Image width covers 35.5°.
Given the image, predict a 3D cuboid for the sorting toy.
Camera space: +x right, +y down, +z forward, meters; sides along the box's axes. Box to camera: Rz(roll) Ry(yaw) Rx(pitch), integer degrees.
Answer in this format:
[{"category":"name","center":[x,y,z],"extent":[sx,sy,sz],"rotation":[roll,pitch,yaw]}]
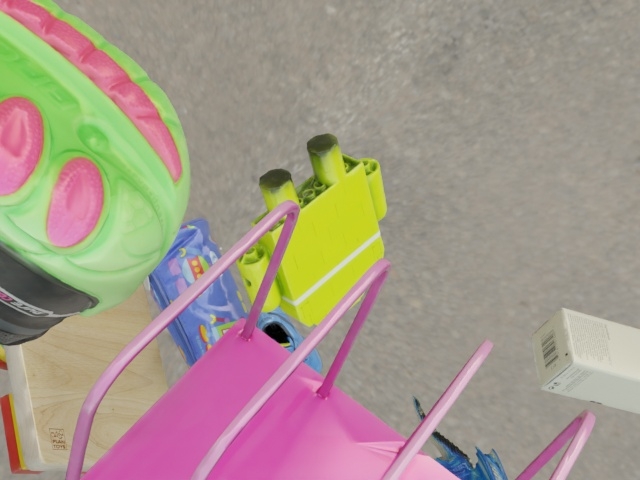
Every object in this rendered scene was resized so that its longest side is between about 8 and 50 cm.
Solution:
[{"category":"sorting toy","center":[-0.300,0.162,1.206],"extent":[0.089,0.257,0.255],"rotation":[-26,67,22]}]

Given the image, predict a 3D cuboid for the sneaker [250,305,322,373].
[{"category":"sneaker","center":[-0.059,0.198,1.844],"extent":[0.069,0.082,0.209],"rotation":[-33,124,5]}]

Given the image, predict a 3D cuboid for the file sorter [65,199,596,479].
[{"category":"file sorter","center":[0.027,0.146,0.554],"extent":[0.290,0.182,0.202],"rotation":[36,49,10]}]

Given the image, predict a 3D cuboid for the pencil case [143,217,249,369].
[{"category":"pencil case","center":[-0.167,0.118,1.456],"extent":[0.133,0.119,0.306],"rotation":[-19,79,-40]}]

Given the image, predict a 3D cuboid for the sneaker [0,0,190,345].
[{"category":"sneaker","center":[-0.296,-0.114,0.530],"extent":[0.483,0.185,0.202],"rotation":[43,130,1]}]

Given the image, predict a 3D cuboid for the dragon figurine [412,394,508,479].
[{"category":"dragon figurine","center":[0.237,0.366,1.537],"extent":[0.144,0.085,0.289],"rotation":[-23,68,23]}]

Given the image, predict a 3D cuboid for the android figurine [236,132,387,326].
[{"category":"android figurine","center":[0.000,0.000,1.319],"extent":[0.248,0.056,0.273],"rotation":[-41,136,-24]}]

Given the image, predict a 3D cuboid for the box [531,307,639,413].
[{"category":"box","center":[0.483,0.203,1.608],"extent":[0.275,0.094,0.113],"rotation":[17,48,-18]}]
